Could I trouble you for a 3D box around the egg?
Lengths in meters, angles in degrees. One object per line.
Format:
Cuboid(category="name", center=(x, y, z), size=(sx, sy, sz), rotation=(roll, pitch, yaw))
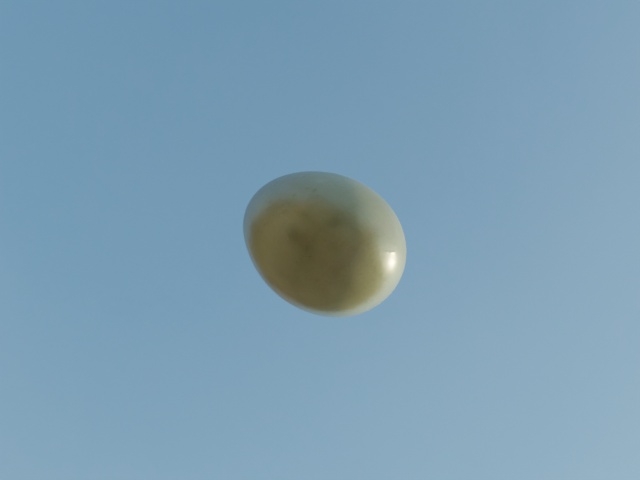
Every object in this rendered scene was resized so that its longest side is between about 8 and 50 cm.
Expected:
Cuboid(category="egg", center=(0.000, 0.000, 1.310), size=(0.254, 0.188, 0.188), rotation=(31, -46, 40))
